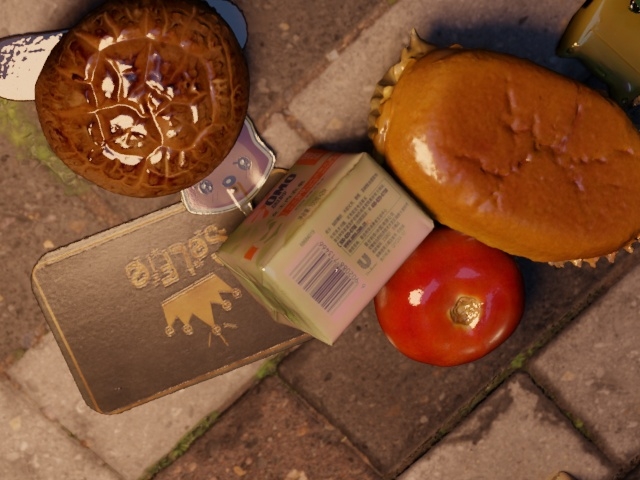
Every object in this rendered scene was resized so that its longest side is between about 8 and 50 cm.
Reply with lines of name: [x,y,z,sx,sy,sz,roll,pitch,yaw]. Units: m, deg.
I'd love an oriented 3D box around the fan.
fan: [-0.111,-0.068,1.388,0.132,0.009,0.220,-34,102,-3]

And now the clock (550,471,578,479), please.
clock: [0.350,0.450,1.593,0.147,0.071,0.192,34,98,-17]

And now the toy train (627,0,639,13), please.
toy train: [0.418,-0.307,1.371,0.064,0.044,0.103,-42,109,-3]

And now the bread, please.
bread: [0.245,-0.103,1.360,0.389,0.183,0.236,15,100,-13]

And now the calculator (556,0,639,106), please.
calculator: [0.422,-0.296,1.412,0.157,0.033,0.236,36,96,-16]

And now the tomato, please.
tomato: [0.164,0.070,1.421,0.195,0.136,0.195,-3,107,-11]

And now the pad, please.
pad: [-0.174,0.048,1.399,0.375,0.063,0.315,-22,108,-3]

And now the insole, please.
insole: [-0.248,-0.227,1.336,0.328,0.007,0.111,-11,106,-6]

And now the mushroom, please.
mushroom: [-0.203,-0.168,1.281,0.253,0.153,0.253,-5,110,-14]

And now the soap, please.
soap: [0.000,0.000,1.327,0.138,0.182,0.199,45,78,-20]
